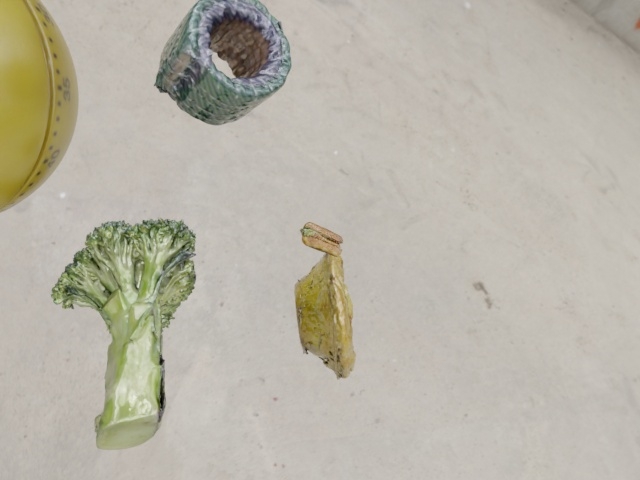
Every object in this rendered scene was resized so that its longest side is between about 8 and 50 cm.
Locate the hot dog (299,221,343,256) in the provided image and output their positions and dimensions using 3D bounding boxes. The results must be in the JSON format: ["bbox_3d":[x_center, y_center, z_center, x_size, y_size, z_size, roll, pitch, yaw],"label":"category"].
[{"bbox_3d":[0.000,0.000,0.713,0.083,0.021,0.037,26,64,-38],"label":"hot dog"}]

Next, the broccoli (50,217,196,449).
[{"bbox_3d":[-0.300,0.149,0.795,0.221,0.252,0.361,34,45,-38],"label":"broccoli"}]

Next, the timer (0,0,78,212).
[{"bbox_3d":[-0.467,-0.176,0.525,0.376,0.376,0.387,44,14,2],"label":"timer"}]

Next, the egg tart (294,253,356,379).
[{"bbox_3d":[0.008,0.127,0.893,0.106,0.241,0.241,-6,59,1],"label":"egg tart"}]

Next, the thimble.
[{"bbox_3d":[-0.103,-0.194,0.546,0.118,0.090,0.135,39,53,-22],"label":"thimble"}]
